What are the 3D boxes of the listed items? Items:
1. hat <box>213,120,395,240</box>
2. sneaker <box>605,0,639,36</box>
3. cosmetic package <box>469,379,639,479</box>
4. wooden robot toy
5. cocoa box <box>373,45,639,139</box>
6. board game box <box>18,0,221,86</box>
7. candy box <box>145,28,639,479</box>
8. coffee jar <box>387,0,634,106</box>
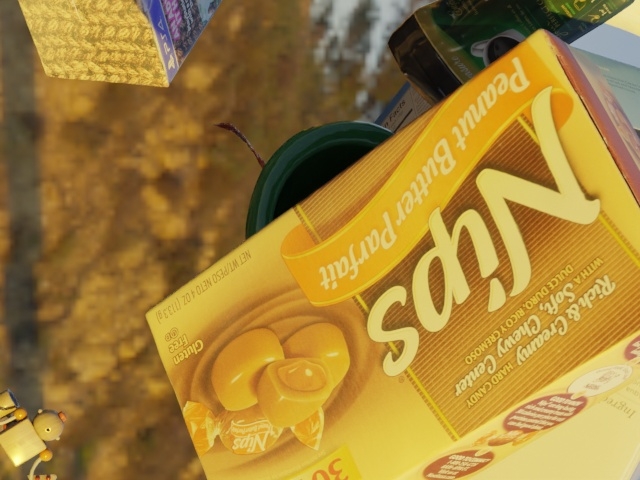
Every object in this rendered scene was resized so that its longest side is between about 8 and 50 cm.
[{"bbox_3d":[0.000,0.000,1.241,0.183,0.173,0.209,151,-49,-68],"label":"hat"},{"bbox_3d":[0.421,-0.292,1.771,0.123,0.290,0.106,-51,-134,33],"label":"sneaker"},{"bbox_3d":[0.158,0.124,1.077,0.385,0.156,0.217,-61,165,2],"label":"cosmetic package"},{"bbox_3d":[-0.331,0.210,1.744,0.173,0.079,0.076,60,-1,-10],"label":"wooden robot toy"},{"bbox_3d":[0.259,-0.068,1.715,0.231,0.347,0.228,-52,-142,38],"label":"cocoa box"},{"bbox_3d":[-0.184,-0.336,1.513,0.232,0.141,0.291,77,29,-42],"label":"board game box"},{"bbox_3d":[0.059,0.044,0.899,0.087,0.316,0.183,18,43,-56],"label":"candy box"},{"bbox_3d":[0.148,-0.175,1.195,0.096,0.184,0.079,43,17,-41],"label":"coffee jar"}]
